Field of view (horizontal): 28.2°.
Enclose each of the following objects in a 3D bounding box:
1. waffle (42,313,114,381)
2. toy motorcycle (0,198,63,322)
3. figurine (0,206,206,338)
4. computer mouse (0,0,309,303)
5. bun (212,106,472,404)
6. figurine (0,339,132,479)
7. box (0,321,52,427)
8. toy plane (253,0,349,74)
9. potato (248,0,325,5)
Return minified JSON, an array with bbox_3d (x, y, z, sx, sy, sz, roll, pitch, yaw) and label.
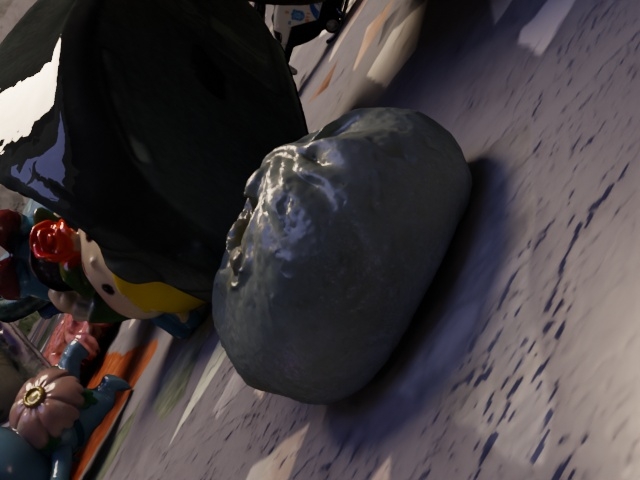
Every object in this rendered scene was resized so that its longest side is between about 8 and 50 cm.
[{"bbox_3d":[-0.276,0.099,1.486,0.221,0.055,0.234,-47,19,49],"label":"waffle"},{"bbox_3d":[-0.198,-0.060,1.234,0.241,0.182,0.319,-53,13,29],"label":"toy motorcycle"},{"bbox_3d":[-0.153,0.001,0.943,0.234,0.185,0.127,173,106,-77],"label":"figurine"},{"bbox_3d":[-0.096,-0.060,0.752,0.114,0.203,0.374,-45,23,21],"label":"computer mouse"},{"bbox_3d":[0.000,0.000,0.548,0.141,0.083,0.141,-58,10,16],"label":"bun"},{"bbox_3d":[-0.237,0.180,1.084,0.178,0.114,0.144,-52,-14,-16],"label":"figurine"},{"bbox_3d":[-0.381,0.187,1.294,0.112,0.190,0.370,-35,-14,-40],"label":"box"},{"bbox_3d":[-0.022,-0.189,1.082,0.053,0.078,0.197,-87,14,-59],"label":"toy plane"},{"bbox_3d":[-0.040,-0.301,0.749,0.442,0.385,0.319,-52,-34,-74],"label":"potato"}]
